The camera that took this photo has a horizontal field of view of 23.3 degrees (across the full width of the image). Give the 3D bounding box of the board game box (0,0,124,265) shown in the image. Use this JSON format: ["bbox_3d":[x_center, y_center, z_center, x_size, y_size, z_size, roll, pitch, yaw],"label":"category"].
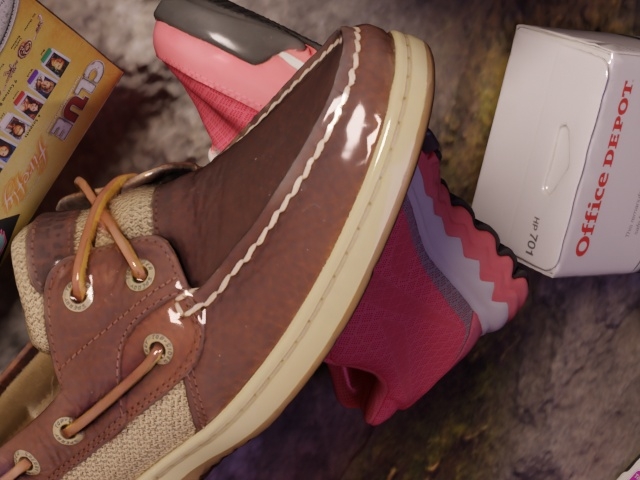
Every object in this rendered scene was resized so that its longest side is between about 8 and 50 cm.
[{"bbox_3d":[-0.194,-0.005,0.634,0.243,0.042,0.165,-58,155,-4],"label":"board game box"}]

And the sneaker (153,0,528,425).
[{"bbox_3d":[0.001,0.000,0.800,0.136,0.116,0.314,-52,136,-8],"label":"sneaker"}]

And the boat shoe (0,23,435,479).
[{"bbox_3d":[-0.081,0.031,0.689,0.123,0.123,0.342,30,120,-18],"label":"boat shoe"}]

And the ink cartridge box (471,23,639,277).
[{"bbox_3d":[0.195,-0.056,0.974,0.190,0.082,0.140,-1,111,-41],"label":"ink cartridge box"}]

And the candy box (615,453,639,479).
[{"bbox_3d":[0.257,0.259,1.203,0.233,0.071,0.159,-44,134,-18],"label":"candy box"}]
